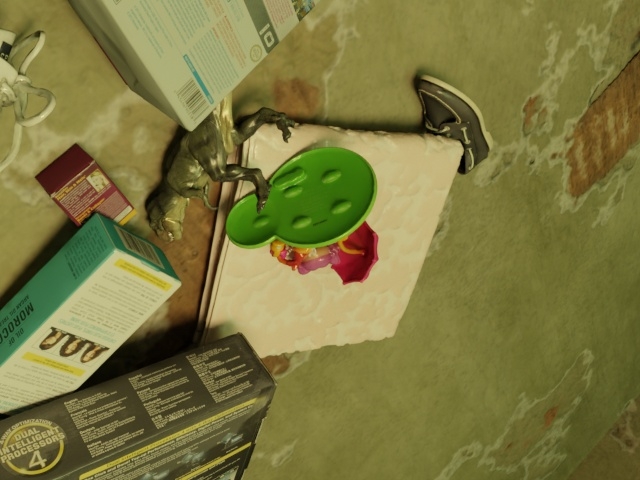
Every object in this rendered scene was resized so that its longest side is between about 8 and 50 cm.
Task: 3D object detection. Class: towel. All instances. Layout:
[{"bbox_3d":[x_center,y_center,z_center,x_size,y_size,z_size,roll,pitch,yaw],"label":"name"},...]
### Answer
[{"bbox_3d":[0.009,0.003,1.010,0.332,0.053,0.317,-2,120,-36],"label":"towel"}]

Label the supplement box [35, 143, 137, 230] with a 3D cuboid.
[{"bbox_3d":[-0.229,-0.044,0.773,0.055,0.043,0.083,-42,140,-12],"label":"supplement box"}]

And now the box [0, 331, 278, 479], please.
[{"bbox_3d":[-0.260,0.292,0.891,0.395,0.097,0.318,-18,145,-34],"label":"box"}]

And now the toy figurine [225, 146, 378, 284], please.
[{"bbox_3d":[0.000,0.000,0.902,0.173,0.130,0.159,-22,143,5],"label":"toy figurine"}]

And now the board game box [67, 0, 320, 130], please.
[{"bbox_3d":[-0.074,-0.277,0.652,0.303,0.097,0.224,-47,152,-12],"label":"board game box"}]

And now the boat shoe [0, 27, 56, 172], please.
[{"bbox_3d":[-0.281,-0.136,0.606,0.156,0.136,0.367,-19,120,-38],"label":"boat shoe"}]

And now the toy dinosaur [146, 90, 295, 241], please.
[{"bbox_3d":[-0.096,-0.100,0.816,0.118,0.064,0.268,21,106,-4],"label":"toy dinosaur"}]

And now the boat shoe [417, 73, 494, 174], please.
[{"bbox_3d":[0.178,-0.152,1.066,0.065,0.075,0.206,-56,145,-2],"label":"boat shoe"}]

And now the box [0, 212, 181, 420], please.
[{"bbox_3d":[-0.263,0.092,0.787,0.244,0.060,0.100,-44,142,7],"label":"box"}]
